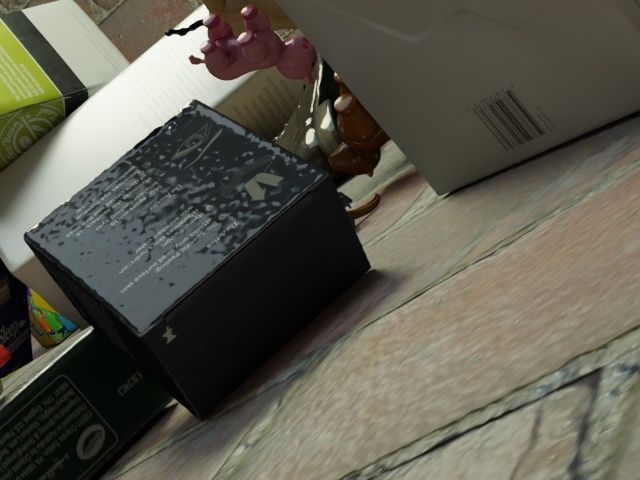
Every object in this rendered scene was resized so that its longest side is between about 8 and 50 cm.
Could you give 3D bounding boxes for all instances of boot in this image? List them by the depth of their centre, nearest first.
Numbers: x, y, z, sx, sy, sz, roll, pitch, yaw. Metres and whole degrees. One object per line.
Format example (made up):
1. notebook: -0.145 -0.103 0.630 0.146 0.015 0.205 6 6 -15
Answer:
1. boot: -0.052 -0.097 1.469 0.229 0.091 0.263 -37 25 23

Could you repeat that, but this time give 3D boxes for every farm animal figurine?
1. farm animal figurine: 0.059 -0.201 1.175 0.327 0.172 0.330 -39 50 -2

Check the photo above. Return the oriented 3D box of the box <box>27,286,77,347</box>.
1. box: -0.470 -0.003 2.325 0.290 0.279 0.177 -42 8 -20

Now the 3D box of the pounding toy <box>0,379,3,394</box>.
1. pounding toy: -0.295 0.135 0.833 0.269 0.155 0.154 -45 32 33

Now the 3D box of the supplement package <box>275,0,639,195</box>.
1. supplement package: 0.116 -0.171 0.783 0.145 0.204 0.262 -44 9 -24

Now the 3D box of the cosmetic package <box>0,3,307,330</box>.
1. cosmetic package: -0.215 -0.099 1.720 0.453 0.161 0.230 -40 -33 -2

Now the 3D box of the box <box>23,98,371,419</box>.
1. box: -0.082 0.007 0.841 0.156 0.093 0.158 -41 43 -17

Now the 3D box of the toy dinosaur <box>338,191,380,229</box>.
1. toy dinosaur: 0.000 0.000 1.046 0.090 0.047 0.082 -2 -30 -40

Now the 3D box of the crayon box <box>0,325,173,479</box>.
1. crayon box: -0.264 0.180 0.987 0.203 0.083 0.323 -43 9 -32

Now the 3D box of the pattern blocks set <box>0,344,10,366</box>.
1. pattern blocks set: -0.482 0.220 1.495 0.285 0.026 0.325 -41 8 -20

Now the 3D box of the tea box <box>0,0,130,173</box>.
1. tea box: -0.445 -0.121 1.811 0.324 0.220 0.329 -22 -40 -26

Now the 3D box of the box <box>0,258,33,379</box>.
1. box: -0.426 0.118 1.701 0.037 0.225 0.136 -1 14 7
